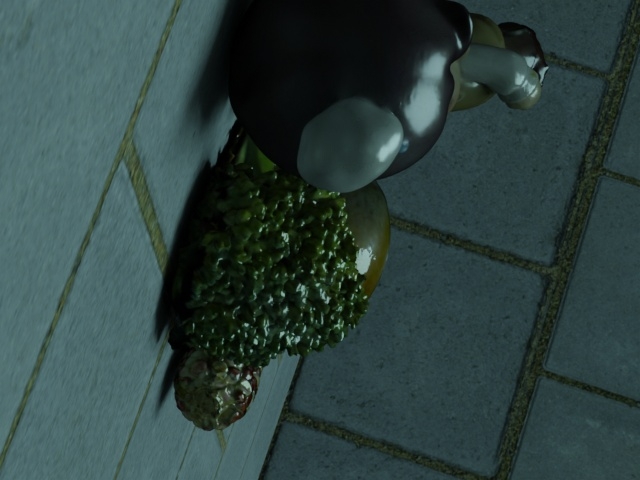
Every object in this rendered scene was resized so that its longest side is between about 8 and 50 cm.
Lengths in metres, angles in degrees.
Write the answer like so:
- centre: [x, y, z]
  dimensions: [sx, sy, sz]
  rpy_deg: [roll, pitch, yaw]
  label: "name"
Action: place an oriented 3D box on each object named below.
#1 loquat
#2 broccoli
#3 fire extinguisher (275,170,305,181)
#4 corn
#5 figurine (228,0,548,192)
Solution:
- centre: [0.000, 0.000, 2.006]
  dimensions: [0.179, 0.179, 0.227]
  rpy_deg: [101, 1, -57]
  label: "loquat"
- centre: [-0.028, 0.003, 1.558]
  dimensions: [0.242, 0.180, 0.273]
  rpy_deg: [99, 9, -57]
  label: "broccoli"
- centre: [-0.022, -0.096, 1.861]
  dimensions: [0.114, 0.095, 0.311]
  rpy_deg: [-31, -163, 29]
  label: "fire extinguisher"
- centre: [-0.092, 0.104, 1.769]
  dimensions: [0.280, 0.092, 0.092]
  rpy_deg: [-68, 174, -58]
  label: "corn"
- centre: [0.066, -0.138, 1.467]
  dimensions: [0.365, 0.218, 0.206]
  rpy_deg: [12, 94, -56]
  label: "figurine"
